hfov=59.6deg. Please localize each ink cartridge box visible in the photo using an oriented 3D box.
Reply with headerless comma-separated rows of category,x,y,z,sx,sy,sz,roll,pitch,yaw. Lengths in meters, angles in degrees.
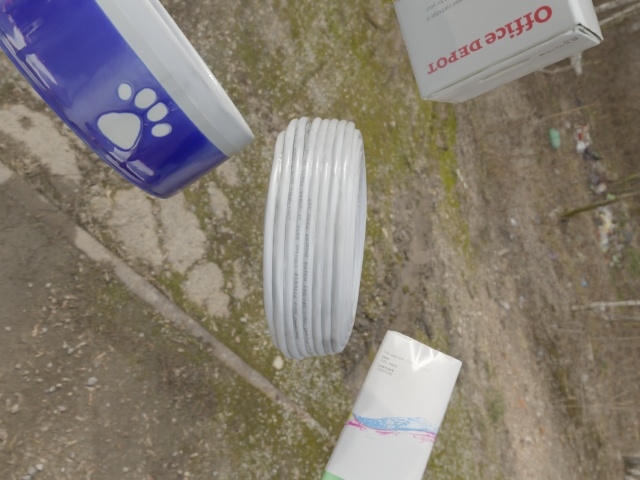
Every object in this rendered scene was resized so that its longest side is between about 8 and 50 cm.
ink cartridge box,0.149,-0.256,0.525,0.093,0.154,0.213,-10,84,-50
ink cartridge box,0.090,0.300,0.787,0.278,0.117,0.201,-59,161,-31

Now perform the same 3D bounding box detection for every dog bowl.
dog bowl,-0.179,-0.171,0.510,0.265,0.104,0.265,54,2,-3

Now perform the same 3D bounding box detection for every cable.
cable,0.000,0.000,0.601,0.257,0.089,0.257,87,9,-45
